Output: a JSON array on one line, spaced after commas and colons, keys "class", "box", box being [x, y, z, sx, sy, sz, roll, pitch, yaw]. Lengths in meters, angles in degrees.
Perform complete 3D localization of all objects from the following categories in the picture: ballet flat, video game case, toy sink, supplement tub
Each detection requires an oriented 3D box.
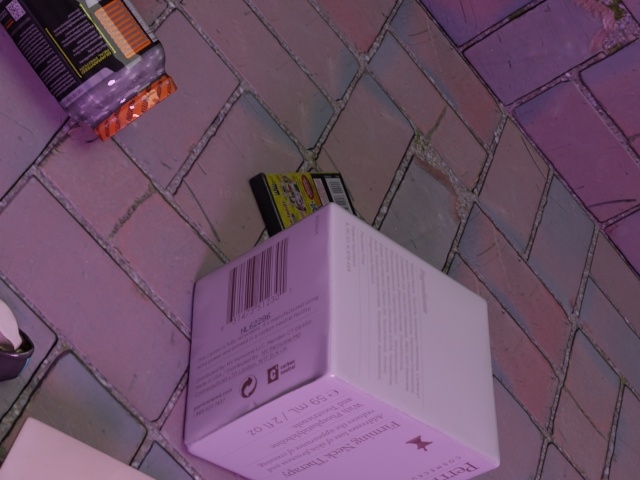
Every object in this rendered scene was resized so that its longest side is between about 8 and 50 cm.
[{"class": "ballet flat", "box": [-0.487, 0.068, 1.874, 0.280, 0.096, 0.095, 50, 36, -14]}, {"class": "video game case", "box": [0.000, 0.000, 2.599, 0.248, 0.035, 0.275, -4, 70, -53]}, {"class": "toy sink", "box": [-0.322, 0.365, 1.790, 0.234, 0.131, 0.153, 27, 42, -8]}, {"class": "supplement tub", "box": [-0.381, -0.328, 2.210, 0.316, 0.193, 0.193, 55, 35, -8]}]

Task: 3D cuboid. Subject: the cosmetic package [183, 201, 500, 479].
[{"class": "cosmetic package", "box": [0.038, 0.210, 2.234, 0.393, 0.329, 0.327, 31, 43, -35]}]
